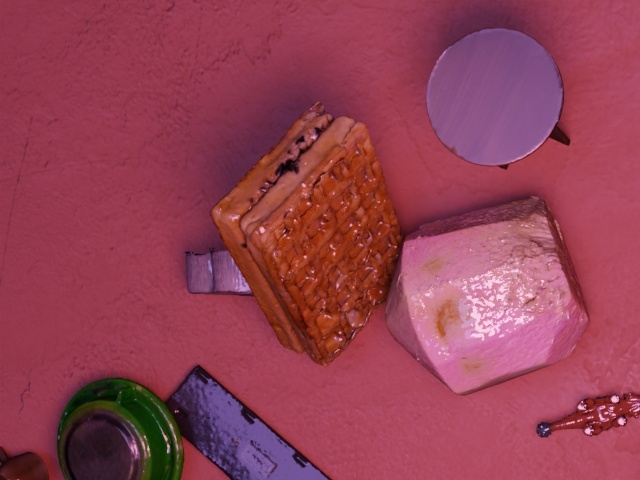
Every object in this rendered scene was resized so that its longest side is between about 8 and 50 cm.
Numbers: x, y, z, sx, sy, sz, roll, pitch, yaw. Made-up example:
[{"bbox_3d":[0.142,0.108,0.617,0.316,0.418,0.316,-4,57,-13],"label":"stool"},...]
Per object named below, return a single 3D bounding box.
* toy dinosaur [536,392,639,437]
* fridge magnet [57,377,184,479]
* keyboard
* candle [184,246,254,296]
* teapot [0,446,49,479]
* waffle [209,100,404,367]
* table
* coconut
[{"bbox_3d":[0.352,0.225,1.827,0.154,0.055,0.049,-16,85,8],"label":"toy dinosaur"},{"bbox_3d":[-0.289,0.298,2.009,0.208,0.088,0.208,2,96,26],"label":"fridge magnet"},{"bbox_3d":[-0.085,0.310,1.979,0.317,0.027,0.106,40,95,16],"label":"keyboard"},{"bbox_3d":[-0.089,0.043,1.940,0.168,0.192,0.068,1,88,-26],"label":"candle"},{"bbox_3d":[-0.451,0.345,2.076,0.110,0.080,0.085,27,116,31],"label":"teapot"},{"bbox_3d":[0.001,0.000,1.800,0.091,0.308,0.213,29,66,34],"label":"waffle"},{"bbox_3d":[0.240,-0.164,1.796,0.167,0.226,0.167,-1,85,18],"label":"table"},{"bbox_3d":[0.200,0.070,1.801,0.245,0.233,0.233,-19,81,13],"label":"coconut"}]
